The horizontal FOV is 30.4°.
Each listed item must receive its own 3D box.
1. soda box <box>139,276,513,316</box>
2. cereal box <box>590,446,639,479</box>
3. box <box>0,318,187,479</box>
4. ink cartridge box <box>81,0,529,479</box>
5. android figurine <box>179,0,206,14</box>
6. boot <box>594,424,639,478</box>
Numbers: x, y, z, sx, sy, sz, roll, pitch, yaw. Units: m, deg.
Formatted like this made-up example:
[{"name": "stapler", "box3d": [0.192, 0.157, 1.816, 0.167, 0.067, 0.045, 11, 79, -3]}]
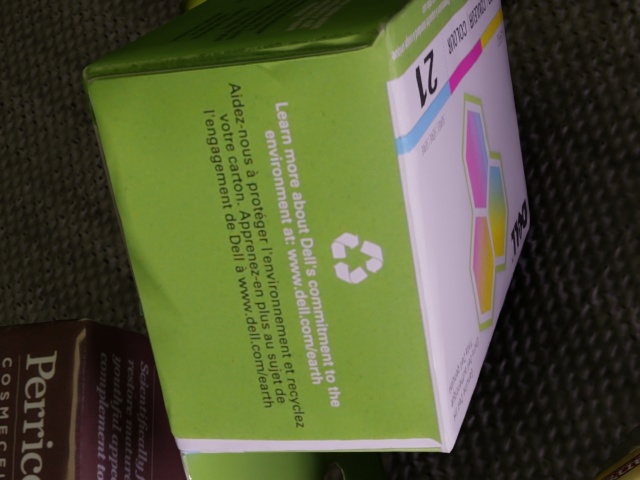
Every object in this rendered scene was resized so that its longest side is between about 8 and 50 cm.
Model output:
[{"name": "soda box", "box3d": [0.000, 0.000, 0.586, 0.183, 0.058, 0.063, -11, 73, 23]}, {"name": "cereal box", "box3d": [0.141, 0.211, 0.431, 0.173, 0.047, 0.240, -37, 84, 13]}, {"name": "box", "box3d": [-0.149, 0.138, 0.559, 0.203, 0.167, 0.169, -8, 73, 23]}, {"name": "ink cartridge box", "box3d": [0.022, 0.031, 0.441, 0.097, 0.189, 0.255, -5, 111, 19]}, {"name": "android figurine", "box3d": [0.009, -0.223, 0.583, 0.273, 0.056, 0.248, -41, 88, 22]}, {"name": "boot", "box3d": [0.200, 0.099, 0.461, 0.137, 0.077, 0.198, 44, 98, 22]}]
